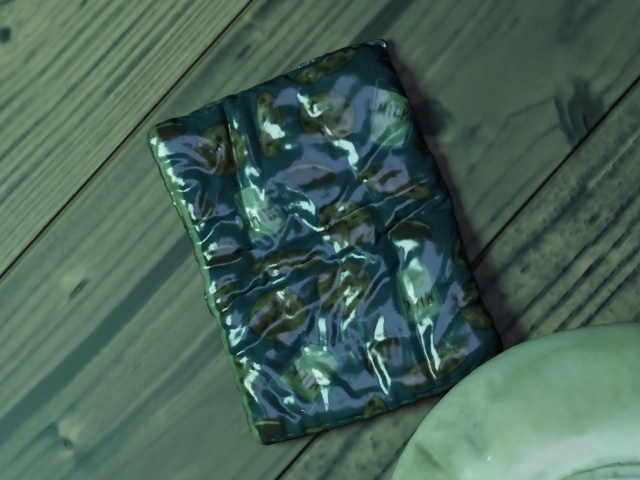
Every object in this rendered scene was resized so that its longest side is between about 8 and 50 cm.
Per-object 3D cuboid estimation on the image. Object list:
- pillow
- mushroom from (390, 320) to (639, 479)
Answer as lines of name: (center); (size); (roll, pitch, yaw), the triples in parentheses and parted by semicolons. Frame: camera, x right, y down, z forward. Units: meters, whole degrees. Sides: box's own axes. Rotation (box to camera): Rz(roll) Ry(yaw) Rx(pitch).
pillow: (0.002, 0.001, 1.003); (0.189, 0.034, 0.255); (-21, 77, 3)
mushroom: (0.163, 0.218, 0.839); (0.356, 0.315, 0.315); (-26, 76, -31)
